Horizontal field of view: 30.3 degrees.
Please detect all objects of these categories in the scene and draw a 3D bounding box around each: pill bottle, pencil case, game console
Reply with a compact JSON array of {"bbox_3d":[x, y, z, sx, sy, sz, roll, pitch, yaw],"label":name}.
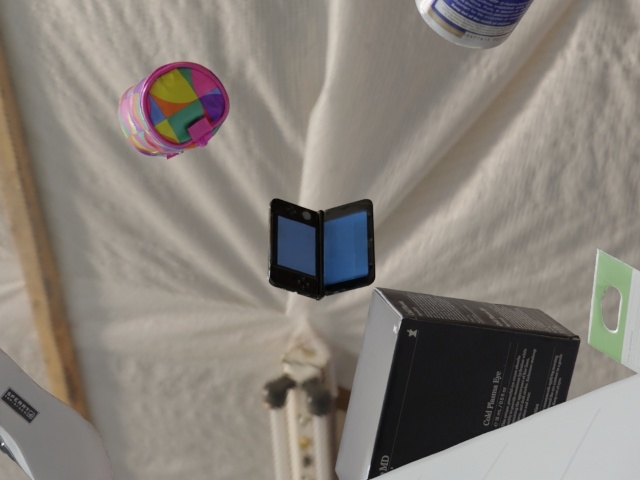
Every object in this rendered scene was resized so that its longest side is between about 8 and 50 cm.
[{"bbox_3d":[0.176,-0.285,1.142,0.112,0.112,0.186,28,-39,-3],"label":"pill bottle"},{"bbox_3d":[-0.169,-0.145,1.340,0.104,0.104,0.236,37,-7,-12],"label":"pencil case"},{"bbox_3d":[0.000,0.000,1.378,0.107,0.122,0.071,19,-39,-26],"label":"game console"}]

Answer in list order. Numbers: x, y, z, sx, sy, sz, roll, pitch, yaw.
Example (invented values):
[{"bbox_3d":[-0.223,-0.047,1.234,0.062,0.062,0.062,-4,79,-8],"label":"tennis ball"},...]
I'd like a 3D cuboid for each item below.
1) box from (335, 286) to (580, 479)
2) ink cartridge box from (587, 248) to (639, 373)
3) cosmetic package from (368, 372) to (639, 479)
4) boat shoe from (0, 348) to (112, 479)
[{"bbox_3d":[0.221,0.277,1.963,0.313,0.179,0.343,9,-79,-16],"label":"box"},{"bbox_3d":[0.454,0.117,1.507,0.235,0.056,0.171,36,-38,41],"label":"ink cartridge box"},{"bbox_3d":[0.040,0.305,0.445,0.394,0.329,0.327,-31,-83,40],"label":"cosmetic package"},{"bbox_3d":[-0.407,0.247,1.608,0.301,0.108,0.102,47,-23,-20],"label":"boat shoe"}]
